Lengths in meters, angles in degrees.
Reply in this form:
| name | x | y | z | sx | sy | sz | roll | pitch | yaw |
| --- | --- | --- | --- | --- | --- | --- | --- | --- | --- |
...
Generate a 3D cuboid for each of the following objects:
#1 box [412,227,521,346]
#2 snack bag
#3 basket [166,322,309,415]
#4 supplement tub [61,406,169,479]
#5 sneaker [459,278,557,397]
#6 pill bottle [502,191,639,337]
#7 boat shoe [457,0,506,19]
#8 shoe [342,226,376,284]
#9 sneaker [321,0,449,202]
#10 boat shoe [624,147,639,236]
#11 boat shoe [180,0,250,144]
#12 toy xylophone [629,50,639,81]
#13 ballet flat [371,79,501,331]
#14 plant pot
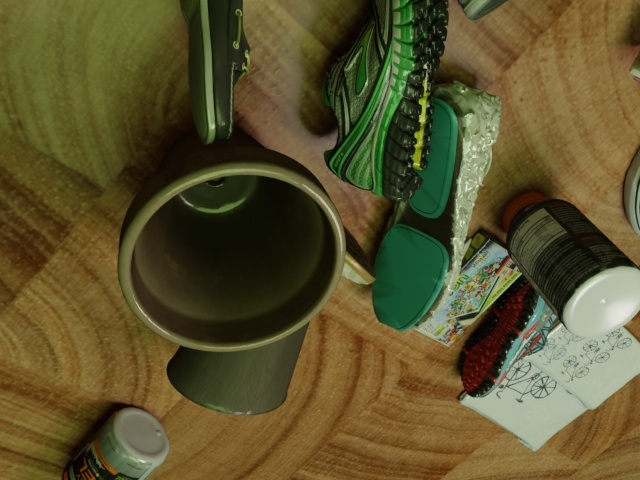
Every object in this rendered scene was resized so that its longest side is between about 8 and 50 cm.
| name | x | y | z | sx | sy | sz | roll | pitch | yaw |
| --- | --- | --- | --- | --- | --- | --- | --- | --- | --- |
| box | 0.247 | 0.085 | 1.176 | 0.114 | 0.036 | 0.207 | 28 | 112 | -31 |
| snack bag | 0.485 | 0.286 | 1.395 | 0.342 | 0.037 | 0.323 | -43 | 126 | 15 |
| basket | -0.100 | 0.126 | 1.030 | 0.204 | 0.154 | 0.227 | 10 | 117 | -31 |
| supplement tub | -0.353 | 0.381 | 1.147 | 0.117 | 0.117 | 0.190 | 32 | 110 | -33 |
| sneaker | 0.359 | 0.194 | 1.249 | 0.125 | 0.104 | 0.262 | 14 | 119 | -28 |
| pill bottle | 0.368 | 0.022 | 1.036 | 0.130 | 0.246 | 0.130 | -7 | 125 | -10 |
| boat shoe | 0.258 | -0.409 | 0.793 | 0.103 | 0.118 | 0.320 | 40 | 115 | 10 |
| shoe | 0.000 | 0.000 | 1.018 | 0.058 | 0.076 | 0.219 | -36 | 120 | 21 |
| sneaker | 0.067 | -0.222 | 0.840 | 0.146 | 0.134 | 0.344 | 14 | 111 | 22 |
| boat shoe | 0.582 | -0.128 | 1.077 | 0.121 | 0.119 | 0.335 | -8 | 126 | -12 |
| boat shoe | -0.111 | -0.218 | 0.757 | 0.068 | 0.081 | 0.228 | -2 | 82 | -25 |
| toy xylophone | 0.570 | -0.329 | 0.894 | 0.236 | 0.081 | 0.323 | 23 | 117 | 18 |
| ballet flat | 0.185 | -0.038 | 1.016 | 0.147 | 0.147 | 0.409 | -1 | 124 | -17 |
| plant pot | -0.122 | -0.032 | 0.854 | 0.263 | 0.229 | 0.263 | -9 | 127 | -12 |
